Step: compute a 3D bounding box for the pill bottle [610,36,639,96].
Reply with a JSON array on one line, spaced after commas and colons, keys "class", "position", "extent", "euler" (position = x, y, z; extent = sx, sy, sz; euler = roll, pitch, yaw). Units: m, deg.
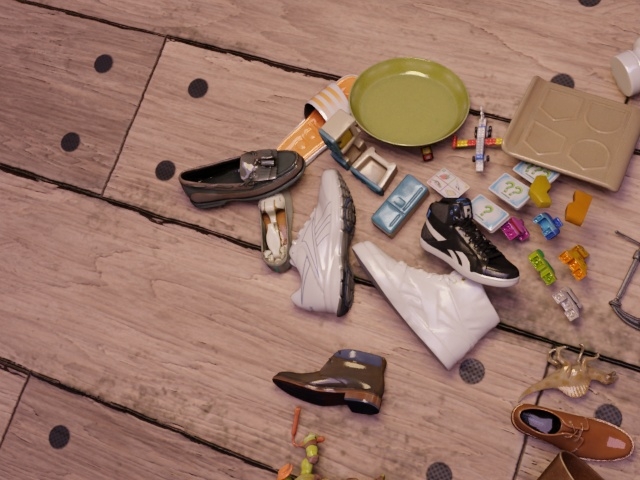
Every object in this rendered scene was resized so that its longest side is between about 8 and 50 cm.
[{"class": "pill bottle", "position": [0.655, -0.348, 1.423], "extent": [0.186, 0.112, 0.112], "euler": [-23, 73, 5]}]

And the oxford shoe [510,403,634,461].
[{"class": "oxford shoe", "position": [0.442, 0.338, 1.320], "extent": [0.212, 0.076, 0.076], "euler": [12, 77, 13]}]

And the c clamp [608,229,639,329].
[{"class": "c clamp", "position": [0.581, 0.079, 1.384], "extent": [0.137, 0.022, 0.161], "euler": [22, 81, 11]}]

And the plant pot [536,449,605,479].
[{"class": "plant pot", "position": [0.392, 0.505, 1.237], "extent": [0.230, 0.215, 0.215], "euler": [-48, 71, 13]}]

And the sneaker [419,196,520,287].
[{"class": "sneaker", "position": [0.270, -0.008, 1.360], "extent": [0.217, 0.079, 0.121], "euler": [30, 125, 38]}]

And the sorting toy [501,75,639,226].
[{"class": "sorting toy", "position": [0.459, -0.167, 1.415], "extent": [0.229, 0.041, 0.307], "euler": [24, 61, 14]}]

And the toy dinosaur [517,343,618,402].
[{"class": "toy dinosaur", "position": [0.439, 0.238, 1.356], "extent": [0.183, 0.053, 0.093], "euler": [-12, 76, 9]}]

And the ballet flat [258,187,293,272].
[{"class": "ballet flat", "position": [-0.092, -0.042, 1.532], "extent": [0.072, 0.068, 0.213], "euler": [-9, 74, 10]}]

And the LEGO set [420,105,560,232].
[{"class": "LEGO set", "position": [0.305, -0.147, 1.448], "extent": [0.182, 0.060, 0.244], "euler": [-39, 52, -9]}]

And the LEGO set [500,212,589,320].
[{"class": "LEGO set", "position": [0.441, 0.025, 1.400], "extent": [0.087, 0.093, 0.227], "euler": [-42, 74, 33]}]

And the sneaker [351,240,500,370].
[{"class": "sneaker", "position": [0.205, 0.080, 1.425], "extent": [0.169, 0.108, 0.292], "euler": [-40, 82, -1]}]

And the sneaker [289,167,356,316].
[{"class": "sneaker", "position": [0.000, 0.000, 1.485], "extent": [0.129, 0.111, 0.297], "euler": [-1, 75, 18]}]

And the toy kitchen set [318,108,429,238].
[{"class": "toy kitchen set", "position": [0.089, -0.128, 1.462], "extent": [0.207, 0.166, 0.122], "euler": [39, 87, 18]}]

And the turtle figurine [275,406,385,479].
[{"class": "turtle figurine", "position": [0.004, 0.452, 1.379], "extent": [0.217, 0.087, 0.269], "euler": [7, 78, 14]}]

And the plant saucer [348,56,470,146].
[{"class": "plant saucer", "position": [0.176, -0.271, 1.514], "extent": [0.241, 0.037, 0.241], "euler": [-1, 56, 2]}]

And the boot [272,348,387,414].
[{"class": "boot", "position": [0.022, 0.258, 1.444], "extent": [0.219, 0.082, 0.106], "euler": [10, 57, 19]}]

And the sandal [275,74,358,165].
[{"class": "sandal", "position": [-0.002, -0.241, 1.557], "extent": [0.102, 0.076, 0.265], "euler": [43, 88, 18]}]

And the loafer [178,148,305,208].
[{"class": "loafer", "position": [-0.164, -0.133, 1.534], "extent": [0.267, 0.084, 0.096], "euler": [-15, 52, 19]}]
